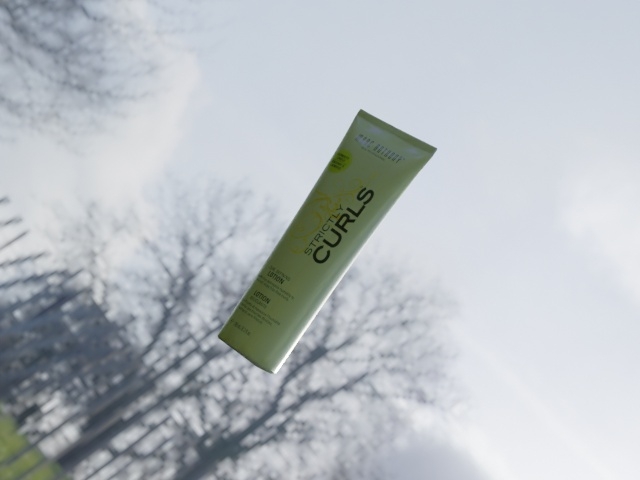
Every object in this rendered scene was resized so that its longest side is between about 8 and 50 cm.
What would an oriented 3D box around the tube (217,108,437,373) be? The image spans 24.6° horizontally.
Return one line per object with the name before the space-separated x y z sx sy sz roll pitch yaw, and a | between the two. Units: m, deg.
tube | 0.000 0.000 1.267 0.070 0.240 0.062 35 -3 -6
